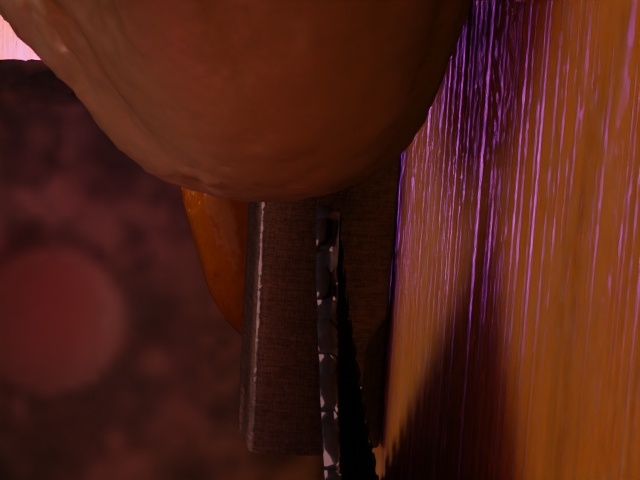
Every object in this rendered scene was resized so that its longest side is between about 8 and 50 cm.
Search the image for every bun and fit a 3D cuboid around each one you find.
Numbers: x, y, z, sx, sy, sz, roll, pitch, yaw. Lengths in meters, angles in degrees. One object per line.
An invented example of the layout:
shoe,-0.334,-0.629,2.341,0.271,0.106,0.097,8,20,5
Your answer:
bun,-0.043,-0.191,0.534,0.361,0.213,0.361,-176,90,-84

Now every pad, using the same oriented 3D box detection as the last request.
pad,0.018,0.162,0.552,0.269,0.012,0.268,81,-175,-57

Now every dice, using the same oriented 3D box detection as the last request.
dice,-0.176,0.083,0.985,0.348,0.328,0.330,131,141,-72

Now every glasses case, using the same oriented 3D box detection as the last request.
glasses case,0.000,0.000,0.707,0.047,0.071,0.204,-128,41,-74

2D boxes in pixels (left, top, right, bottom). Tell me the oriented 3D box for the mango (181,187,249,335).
mango,-0.022,-0.048,0.786,0.141,0.102,0.217,156,114,-75
